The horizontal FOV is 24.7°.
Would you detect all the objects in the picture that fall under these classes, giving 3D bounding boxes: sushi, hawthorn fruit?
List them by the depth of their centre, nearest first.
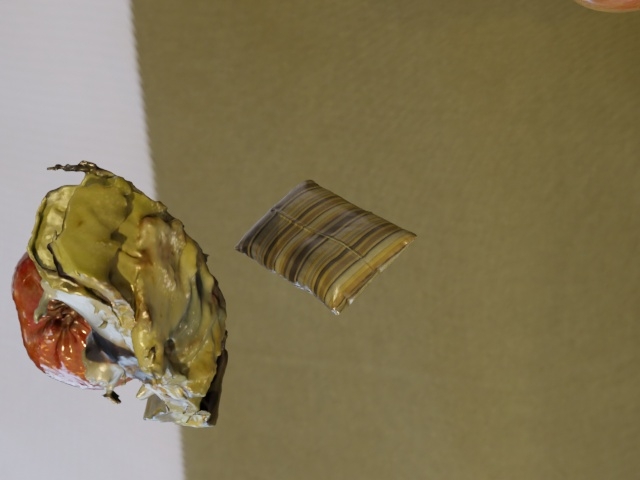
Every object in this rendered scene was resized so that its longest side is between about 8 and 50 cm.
[{"bbox_3d":[-0.145,0.064,1.125,0.131,0.139,0.291,3,150,11],"label":"sushi"},{"bbox_3d":[-0.223,0.059,1.525,0.179,0.200,0.179,2,98,13],"label":"hawthorn fruit"}]

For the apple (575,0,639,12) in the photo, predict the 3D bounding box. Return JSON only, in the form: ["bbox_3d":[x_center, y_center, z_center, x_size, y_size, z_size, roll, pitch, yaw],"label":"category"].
[{"bbox_3d":[0.250,-0.280,1.155,0.174,0.188,0.188,-23,101,25],"label":"apple"}]

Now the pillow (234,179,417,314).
[{"bbox_3d":[0.000,0.000,1.439,0.203,0.113,0.038,29,157,53],"label":"pillow"}]
